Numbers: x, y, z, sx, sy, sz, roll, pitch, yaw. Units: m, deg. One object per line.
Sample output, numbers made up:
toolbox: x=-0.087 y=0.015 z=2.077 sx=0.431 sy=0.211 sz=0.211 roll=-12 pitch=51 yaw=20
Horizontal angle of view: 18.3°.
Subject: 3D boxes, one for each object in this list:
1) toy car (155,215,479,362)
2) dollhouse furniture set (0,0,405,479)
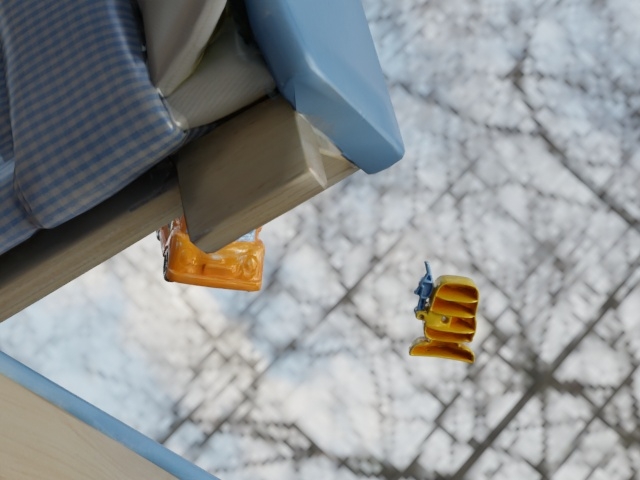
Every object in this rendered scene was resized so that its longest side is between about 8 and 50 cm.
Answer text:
toy car: x=0.000 y=0.000 z=0.687 sx=0.122 sy=0.060 sz=0.040 roll=14 pitch=-65 yaw=3
dollhouse furniture set: x=-0.150 y=-0.008 z=0.471 sx=0.198 sy=0.286 sz=0.303 roll=40 pitch=30 yaw=-46
